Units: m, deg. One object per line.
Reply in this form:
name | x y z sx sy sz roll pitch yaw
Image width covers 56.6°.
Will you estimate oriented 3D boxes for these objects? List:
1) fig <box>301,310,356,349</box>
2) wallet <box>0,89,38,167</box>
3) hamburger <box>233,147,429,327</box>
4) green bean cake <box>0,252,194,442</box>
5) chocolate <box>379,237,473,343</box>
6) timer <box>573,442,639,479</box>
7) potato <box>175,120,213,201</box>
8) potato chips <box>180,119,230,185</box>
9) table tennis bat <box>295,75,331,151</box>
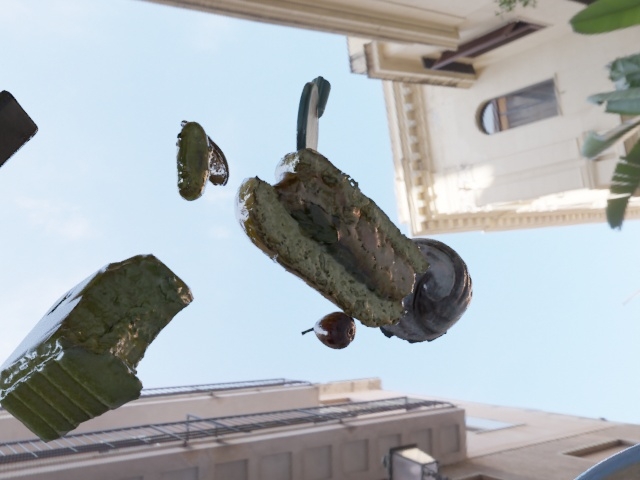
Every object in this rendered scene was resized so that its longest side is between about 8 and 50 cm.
fig | 0.016 0.198 1.333 0.089 0.125 0.088 -6 -83 -56
wallet | -0.660 -0.196 1.179 0.198 0.031 0.110 -60 -33 -30
hamburger | 0.000 0.000 0.678 0.262 0.131 0.124 43 -111 -36
green bean cake | -0.318 0.140 0.844 0.124 0.233 0.236 51 -152 -21
chocolate | 0.285 0.125 1.592 0.304 0.213 0.302 2 -103 -9
timer | 0.226 0.103 0.282 0.256 0.175 0.175 -20 -83 -34
potato | -0.291 -0.178 1.364 0.085 0.105 0.187 1 -106 1
potato chips | -0.302 -0.235 1.590 0.049 0.150 0.201 -33 -109 -26
table tennis bat | -0.013 -0.202 0.977 0.237 0.038 0.149 -79 -10 -49
